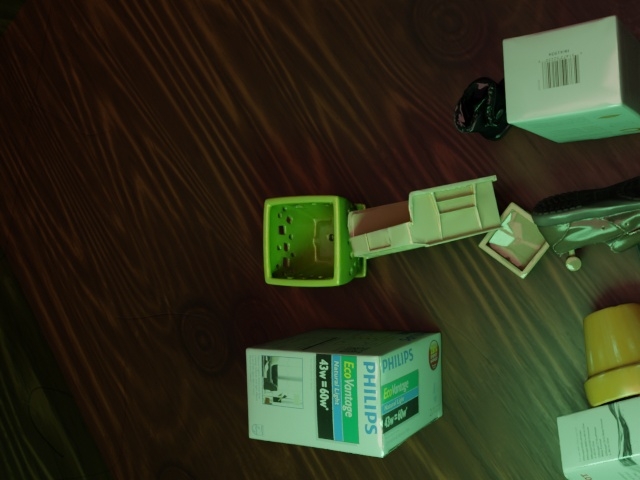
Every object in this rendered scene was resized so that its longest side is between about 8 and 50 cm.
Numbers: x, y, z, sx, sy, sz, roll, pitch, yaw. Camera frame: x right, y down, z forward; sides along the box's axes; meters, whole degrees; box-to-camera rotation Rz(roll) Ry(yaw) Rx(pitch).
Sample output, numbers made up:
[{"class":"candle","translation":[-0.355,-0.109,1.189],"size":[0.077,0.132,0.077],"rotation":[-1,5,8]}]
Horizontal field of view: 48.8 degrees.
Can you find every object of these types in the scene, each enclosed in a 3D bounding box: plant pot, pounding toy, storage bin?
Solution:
[{"class":"plant pot","translation":[0.645,0.241,1.488],"size":[0.205,0.205,0.188],"rotation":[-24,64,28]},{"class":"plant pot","translation":[0.000,0.000,1.844],"size":[0.227,0.207,0.228],"rotation":[0,91,31]},{"class":"pounding toy","translation":[0.505,0.000,1.621],"size":[0.206,0.094,0.181],"rotation":[38,104,15]},{"class":"storage bin","translation":[0.233,-0.047,1.624],"size":[0.262,0.260,0.123],"rotation":[-15,87,62]}]

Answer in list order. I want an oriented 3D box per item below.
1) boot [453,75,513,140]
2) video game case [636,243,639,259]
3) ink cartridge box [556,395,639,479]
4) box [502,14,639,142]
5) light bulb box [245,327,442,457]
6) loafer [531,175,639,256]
[{"class":"boot","translation":[0.416,-0.338,1.597],"size":[0.094,0.207,0.246],"rotation":[44,110,23]},{"class":"video game case","translation":[0.788,0.014,1.449],"size":[0.248,0.035,0.275],"rotation":[-18,78,34]},{"class":"ink cartridge box","translation":[0.671,0.418,1.418],"size":[0.307,0.223,0.129],"rotation":[-27,40,34]},{"class":"box","translation":[0.537,-0.312,1.439],"size":[0.215,0.345,0.168],"rotation":[-4,87,34]},{"class":"light bulb box","translation":[0.067,0.348,1.722],"size":[0.361,0.358,0.225],"rotation":[-1,92,31]},{"class":"loafer","translation":[0.636,-0.048,1.471],"size":[0.366,0.134,0.130],"rotation":[-8,115,29]}]
